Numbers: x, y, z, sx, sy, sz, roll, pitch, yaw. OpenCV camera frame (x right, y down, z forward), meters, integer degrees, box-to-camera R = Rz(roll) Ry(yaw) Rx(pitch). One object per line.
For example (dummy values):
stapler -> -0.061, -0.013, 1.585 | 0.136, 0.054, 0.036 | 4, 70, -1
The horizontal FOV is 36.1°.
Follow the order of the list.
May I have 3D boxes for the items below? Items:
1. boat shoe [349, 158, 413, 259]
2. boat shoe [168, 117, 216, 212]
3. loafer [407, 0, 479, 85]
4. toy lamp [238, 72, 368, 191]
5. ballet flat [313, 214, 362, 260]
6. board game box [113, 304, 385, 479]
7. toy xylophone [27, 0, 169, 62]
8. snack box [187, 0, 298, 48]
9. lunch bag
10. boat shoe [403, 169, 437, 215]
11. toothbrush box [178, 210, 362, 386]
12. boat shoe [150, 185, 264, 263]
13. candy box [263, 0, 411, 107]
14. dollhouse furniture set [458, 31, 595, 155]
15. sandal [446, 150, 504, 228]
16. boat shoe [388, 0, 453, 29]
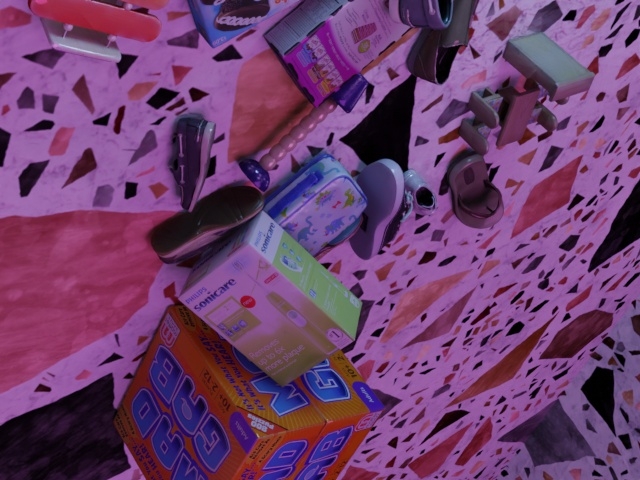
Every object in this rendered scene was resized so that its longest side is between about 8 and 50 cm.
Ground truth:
boat shoe -> 0.141, -0.074, 2.077 | 0.105, 0.113, 0.306 | -30, 150, -26
boat shoe -> -0.227, -0.133, 1.696 | 0.064, 0.075, 0.206 | 17, 137, -3
loafer -> 0.248, -0.393, 1.808 | 0.094, 0.087, 0.251 | -12, 139, -36
toy lamp -> -0.028, -0.207, 1.772 | 0.274, 0.080, 0.080 | -42, 148, 6
ballet flat -> 0.000, 0.000, 2.084 | 0.206, 0.073, 0.067 | -35, 175, -2
board game box -> -0.159, 0.371, 2.091 | 0.356, 0.356, 0.357 | -3, 133, -45
toy xylophone -> -0.284, -0.388, 1.278 | 0.236, 0.081, 0.323 | -4, 134, -42
snack box -> -0.057, -0.440, 1.464 | 0.321, 0.060, 0.187 | -32, 148, -12
lunch bag -> -0.023, -0.061, 1.944 | 0.219, 0.090, 0.176 | -41, 149, 4
boat shoe -> 0.230, -0.094, 2.185 | 0.066, 0.063, 0.184 | -37, 148, -3
toothbrush box -> -0.092, 0.116, 1.882 | 0.206, 0.122, 0.283 | -36, 110, 29
boat shoe -> -0.206, -0.027, 1.820 | 0.223, 0.080, 0.073 | -29, 155, -13
candy box -> 0.037, -0.355, 1.655 | 0.233, 0.071, 0.159 | -39, 147, 0
dollhouse furniture set -> 0.446, -0.287, 2.073 | 0.212, 0.161, 0.242 | -20, 143, -28
sandal -> 0.370, -0.098, 2.301 | 0.120, 0.086, 0.303 | -40, 148, 1
boat shoe -> 0.195, -0.491, 1.558 | 0.116, 0.099, 0.320 | -17, 126, -52
